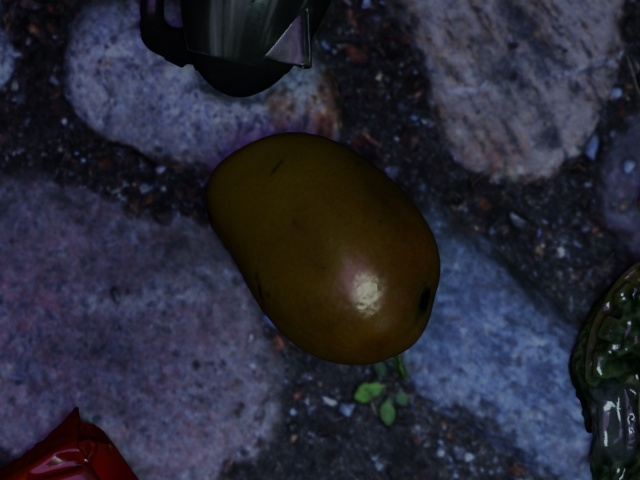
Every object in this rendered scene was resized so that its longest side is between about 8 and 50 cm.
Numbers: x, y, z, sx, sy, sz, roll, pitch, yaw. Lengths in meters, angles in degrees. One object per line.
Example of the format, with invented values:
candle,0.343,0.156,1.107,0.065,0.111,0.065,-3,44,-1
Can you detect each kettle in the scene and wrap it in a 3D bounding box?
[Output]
kettle,-0.095,-0.303,1.539,0.251,0.207,0.271,12,96,3

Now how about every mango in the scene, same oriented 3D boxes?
mango,0.000,0.000,1.521,0.317,0.173,0.211,44,100,21

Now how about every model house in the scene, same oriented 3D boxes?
model house,0.407,0.161,1.397,0.261,0.266,0.321,-6,85,5

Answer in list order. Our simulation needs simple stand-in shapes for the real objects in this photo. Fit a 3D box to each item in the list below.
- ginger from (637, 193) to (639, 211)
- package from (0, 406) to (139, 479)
ginger,0.446,-0.045,1.480,0.214,0.133,0.059,-16,123,1
package,-0.244,0.415,1.553,0.196,0.123,0.423,-35,80,8
